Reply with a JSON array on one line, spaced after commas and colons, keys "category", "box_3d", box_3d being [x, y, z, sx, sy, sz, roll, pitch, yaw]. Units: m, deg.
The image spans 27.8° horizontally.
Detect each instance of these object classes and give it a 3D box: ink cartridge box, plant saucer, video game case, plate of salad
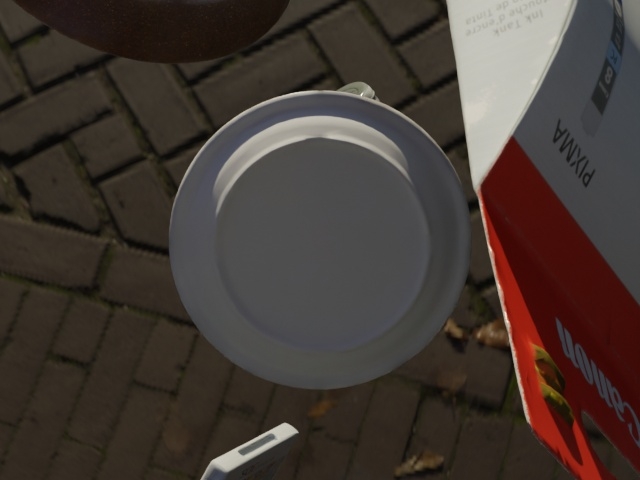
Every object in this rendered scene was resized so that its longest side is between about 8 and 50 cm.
[{"category": "ink cartridge box", "box_3d": [0.183, -0.011, 0.739, 0.091, 0.308, 0.385, -23, 49, 22]}, {"category": "plant saucer", "box_3d": [-0.083, -0.158, 0.591, 0.168, 0.029, 0.169, 12, 57, -20]}, {"category": "video game case", "box_3d": [-0.118, 0.314, 1.403, 0.026, 0.206, 0.227, 33, 103, 15]}, {"category": "plate of salad", "box_3d": [0.000, 0.000, 0.858, 0.199, 0.048, 0.200, 0, 101, -2]}]

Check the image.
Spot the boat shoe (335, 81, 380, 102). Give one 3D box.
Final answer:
[{"category": "boat shoe", "box_3d": [-0.014, -0.040, 1.546, 0.103, 0.118, 0.320, 30, 90, -26]}]
